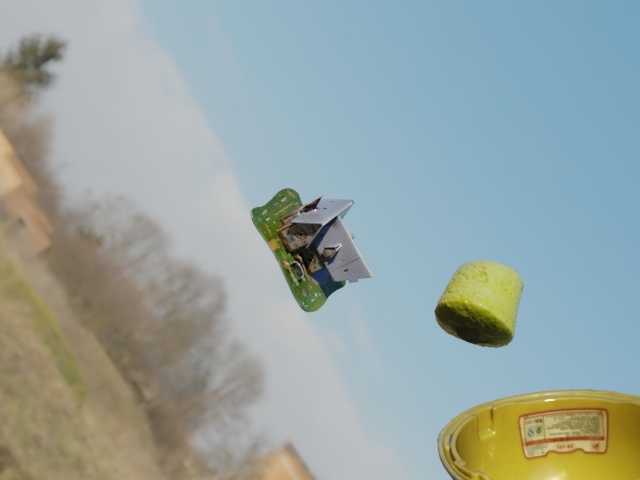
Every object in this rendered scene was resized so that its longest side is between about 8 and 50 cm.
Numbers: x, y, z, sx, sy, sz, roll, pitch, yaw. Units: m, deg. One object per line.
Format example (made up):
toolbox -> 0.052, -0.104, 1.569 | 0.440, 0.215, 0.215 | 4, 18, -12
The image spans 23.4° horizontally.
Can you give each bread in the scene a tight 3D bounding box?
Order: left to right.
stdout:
bread -> 0.247, 0.095, 2.382 | 0.129, 0.114, 0.111 | 17, -30, 11

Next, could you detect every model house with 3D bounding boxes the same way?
model house -> 0.000, 0.000, 2.091 | 0.088, 0.117, 0.167 | -24, -84, 40

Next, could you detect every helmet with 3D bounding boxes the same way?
helmet -> 0.196, 0.215, 1.211 | 0.257, 0.205, 0.140 | -53, 140, -72
